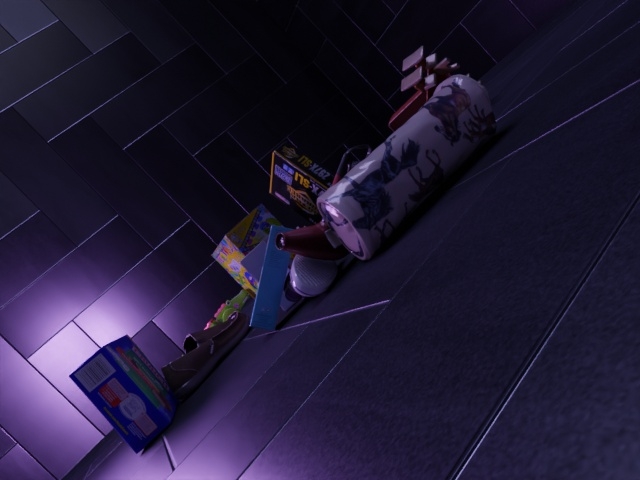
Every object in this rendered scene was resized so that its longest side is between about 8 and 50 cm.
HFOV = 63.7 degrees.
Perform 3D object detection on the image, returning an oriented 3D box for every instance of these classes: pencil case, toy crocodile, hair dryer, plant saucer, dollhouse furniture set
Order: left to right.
[{"bbox_3d":[-0.368,0.315,1.849,0.340,0.105,0.115,-57,5,-6],"label":"toy crocodile"},{"bbox_3d":[0.020,-0.060,1.137,0.294,0.223,0.080,-40,33,-21],"label":"hair dryer"},{"bbox_3d":[0.171,-0.144,1.047,0.410,0.160,0.183,-44,-8,-8],"label":"pencil case"},{"bbox_3d":[0.381,-0.445,1.810,0.258,0.047,0.259,-43,-38,15],"label":"plant saucer"},{"bbox_3d":[0.363,-0.431,1.612,0.135,0.262,0.258,-21,58,54],"label":"dollhouse furniture set"}]

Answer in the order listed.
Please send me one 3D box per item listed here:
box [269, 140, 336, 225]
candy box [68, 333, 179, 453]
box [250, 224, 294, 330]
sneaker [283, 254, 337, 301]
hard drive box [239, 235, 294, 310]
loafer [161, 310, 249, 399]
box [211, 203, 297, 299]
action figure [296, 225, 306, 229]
[{"bbox_3d":[-0.034,-0.175,1.856,0.079,0.322,0.257,-46,-14,-29],"label":"box"},{"bbox_3d":[-0.528,0.412,1.437,0.122,0.268,0.317,-40,3,-13],"label":"candy box"},{"bbox_3d":[-0.116,0.091,1.249,0.100,0.060,0.244,137,145,-81],"label":"box"},{"bbox_3d":[-0.034,0.100,1.208,0.161,0.102,0.282,-63,3,19],"label":"sneaker"},{"bbox_3d":[-0.123,0.086,1.454,0.089,0.181,0.232,-42,4,2],"label":"hard drive box"},{"bbox_3d":[-0.353,0.324,1.609,0.134,0.130,0.366,-41,5,38],"label":"loafer"},{"bbox_3d":[-0.208,0.065,1.824,0.177,0.279,0.290,-45,4,-25],"label":"box"},{"bbox_3d":[-0.084,0.010,2.242,0.164,0.141,0.275,-43,7,38],"label":"action figure"}]
